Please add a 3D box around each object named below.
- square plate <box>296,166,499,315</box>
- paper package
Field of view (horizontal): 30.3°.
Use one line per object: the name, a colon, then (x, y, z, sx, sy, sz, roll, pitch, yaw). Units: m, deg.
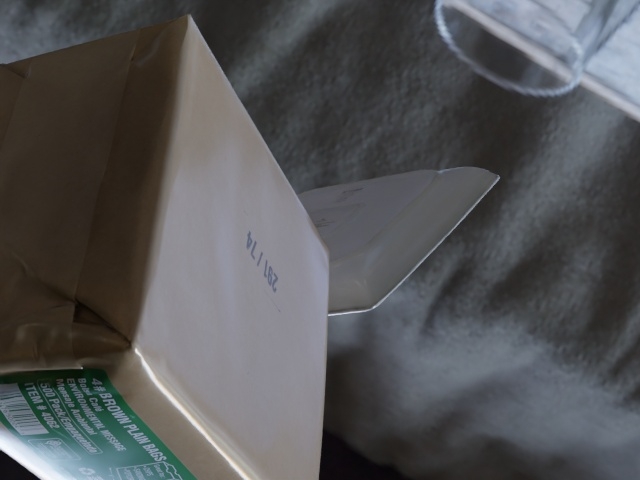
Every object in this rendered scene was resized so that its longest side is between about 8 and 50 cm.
square plate: (0.000, 0.000, 1.446, 0.347, 0.344, 0.049, -8, 112, 37)
paper package: (-0.121, 0.049, 0.909, 0.168, 0.310, 0.325, -11, 141, 17)
